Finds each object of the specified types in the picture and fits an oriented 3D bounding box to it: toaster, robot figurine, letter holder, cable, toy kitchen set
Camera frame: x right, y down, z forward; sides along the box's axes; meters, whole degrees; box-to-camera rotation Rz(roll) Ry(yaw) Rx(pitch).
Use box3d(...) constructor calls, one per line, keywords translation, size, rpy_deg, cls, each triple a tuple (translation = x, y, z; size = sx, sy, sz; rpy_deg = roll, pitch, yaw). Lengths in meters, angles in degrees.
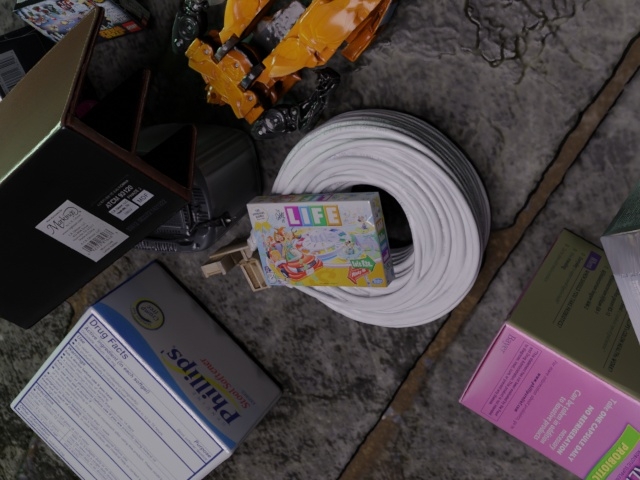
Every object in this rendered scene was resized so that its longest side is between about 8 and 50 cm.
box3d(translation=(-0.171, -0.069, 1.217), size=(0.227, 0.146, 0.129), rpy_deg=(3, 117, 28), cls="toaster")
box3d(translation=(-0.033, -0.243, 1.085), size=(0.211, 0.085, 0.291), rpy_deg=(48, 127, -1), cls="robot figurine")
box3d(translation=(-0.283, -0.079, 1.104), size=(0.152, 0.214, 0.302), rpy_deg=(33, 129, -31), cls="letter holder")
box3d(translation=(0.066, -0.021, 1.147), size=(0.257, 0.089, 0.257), rpy_deg=(33, 126, 9), cls="cable")
box3d(translation=(-0.088, 0.037, 1.267), size=(0.068, 0.083, 0.075), rpy_deg=(-16, 106, 35), cls="toy kitchen set")

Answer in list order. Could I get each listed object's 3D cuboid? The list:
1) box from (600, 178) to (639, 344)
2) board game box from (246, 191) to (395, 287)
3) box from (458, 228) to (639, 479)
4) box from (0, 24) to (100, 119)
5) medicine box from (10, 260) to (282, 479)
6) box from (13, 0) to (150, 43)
box3d(translation=(0.342, 0.023, 0.923), size=(0.056, 0.231, 0.183), rpy_deg=(-13, 107, 37), cls="box")
box3d(translation=(0.000, 0.000, 1.119), size=(0.154, 0.026, 0.103), rpy_deg=(-1, 114, 29), cls="board game box")
box3d(translation=(0.298, 0.133, 1.017), size=(0.243, 0.213, 0.117), rpy_deg=(30, 126, 12), cls="box")
box3d(translation=(-0.375, -0.131, 1.288), size=(0.142, 0.163, 0.247), rpy_deg=(-16, 106, 33), cls="box")
box3d(translation=(-0.248, 0.224, 1.417), size=(0.263, 0.149, 0.289), rpy_deg=(46, 128, 1), cls="medicine box")
box3d(translation=(-0.287, -0.275, 1.215), size=(0.137, 0.027, 0.094), rpy_deg=(-7, 153, 32), cls="box")
